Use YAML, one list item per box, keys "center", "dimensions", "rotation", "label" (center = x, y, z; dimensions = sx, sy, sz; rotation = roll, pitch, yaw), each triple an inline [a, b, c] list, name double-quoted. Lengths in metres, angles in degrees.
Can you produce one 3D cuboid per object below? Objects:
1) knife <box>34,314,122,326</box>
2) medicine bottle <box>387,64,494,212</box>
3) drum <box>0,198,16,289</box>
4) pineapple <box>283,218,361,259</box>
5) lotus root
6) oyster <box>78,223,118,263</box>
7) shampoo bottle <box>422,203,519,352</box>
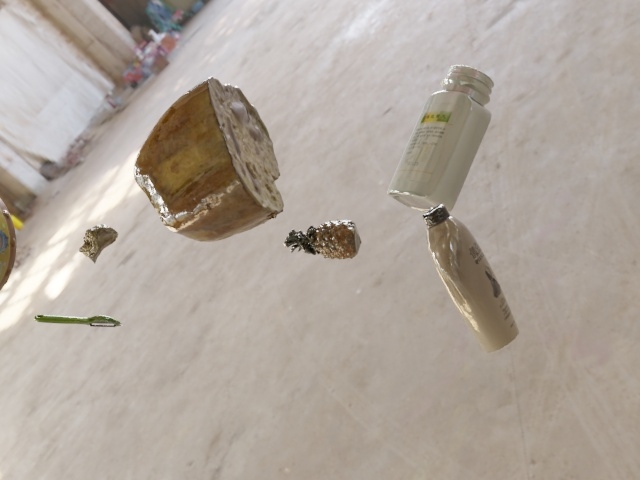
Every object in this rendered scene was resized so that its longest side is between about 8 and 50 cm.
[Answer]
- center: [-0.520, 0.171, 1.675]
  dimensions: [0.022, 0.184, 0.026]
  rotation: [-117, 33, -68]
  label: "knife"
- center: [0.278, -0.226, 1.740]
  dimensions: [0.179, 0.124, 0.324]
  rotation: [9, 76, 60]
  label: "medicine bottle"
- center: [-1.085, 0.010, 2.153]
  dimensions: [0.431, 0.431, 0.214]
  rotation: [-43, -2, 7]
  label: "drum"
- center: [0.000, 0.000, 1.954]
  dimensions: [0.198, 0.108, 0.108]
  rotation: [-1, 37, 13]
  label: "pineapple"
- center: [-0.212, -0.137, 1.583]
  dimensions: [0.250, 0.316, 0.316]
  rotation: [-31, 25, 19]
  label: "lotus root"
- center: [-0.590, 0.003, 2.058]
  dimensions: [0.105, 0.056, 0.177]
  rotation: [-46, -5, -7]
  label: "oyster"
- center: [0.245, 0.058, 1.303]
  dimensions: [0.078, 0.256, 0.127]
  rotation: [-26, 6, 37]
  label: "shampoo bottle"
